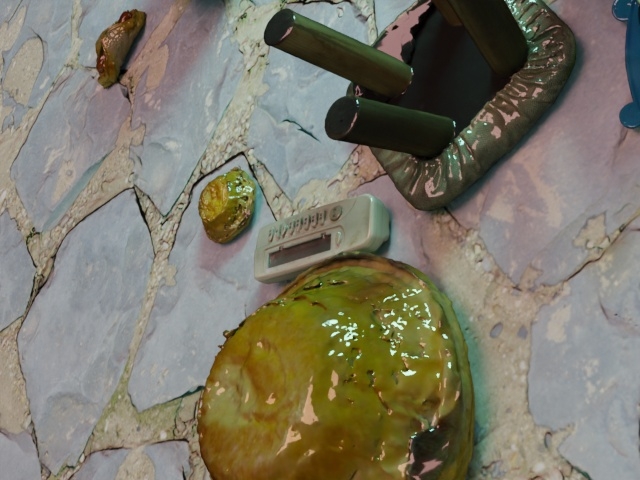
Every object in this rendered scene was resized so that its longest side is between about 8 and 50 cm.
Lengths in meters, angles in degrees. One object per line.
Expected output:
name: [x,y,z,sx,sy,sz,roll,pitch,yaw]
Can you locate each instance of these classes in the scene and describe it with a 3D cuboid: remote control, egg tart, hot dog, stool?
remote control: [-0.001,0.000,1.566,0.230,0.049,0.090,-16,61,40]
egg tart: [-0.014,0.206,1.386,0.443,0.178,0.443,-24,54,38]
egg tart: [-0.152,-0.061,1.751,0.130,0.052,0.130,-25,54,40]
hot dog: [-0.401,-0.378,2.150,0.078,0.061,0.168,27,92,50]
stool: [0.118,-0.246,1.429,0.310,0.226,0.310,-49,42,18]

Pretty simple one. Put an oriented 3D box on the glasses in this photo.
glasses: [0.385,-0.245,1.213,0.102,0.207,0.239,0,69,8]
